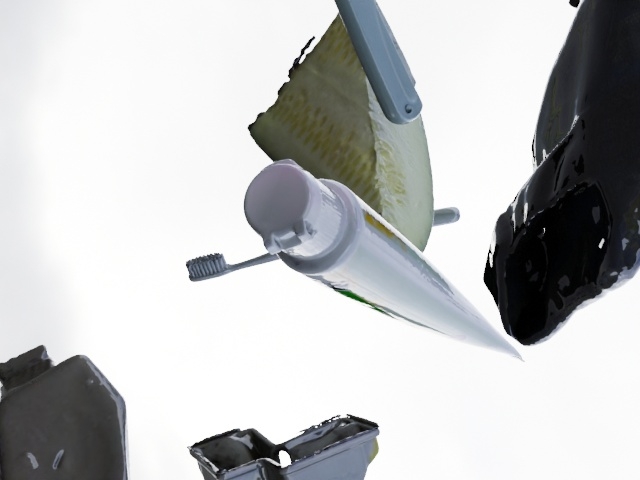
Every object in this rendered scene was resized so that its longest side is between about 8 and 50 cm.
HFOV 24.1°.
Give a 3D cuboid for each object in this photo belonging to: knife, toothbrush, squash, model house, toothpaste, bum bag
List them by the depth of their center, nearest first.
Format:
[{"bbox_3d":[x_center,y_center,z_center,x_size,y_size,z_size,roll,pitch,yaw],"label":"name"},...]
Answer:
[{"bbox_3d":[0.144,-0.099,0.645,0.137,0.074,0.310,-168,-84,-78],"label":"bum bag"},{"bbox_3d":[0.041,0.020,0.867,0.056,0.314,0.058,-22,-114,17],"label":"toothpaste"},{"bbox_3d":[0.045,-0.173,1.263,0.023,0.044,0.162,-3,-63,52],"label":"knife"},{"bbox_3d":[0.065,-0.089,1.314,0.169,0.093,0.252,-54,-137,8],"label":"squash"},{"bbox_3d":[-0.252,0.215,1.436,0.188,0.122,0.229,-173,-104,-71],"label":"model house"},{"bbox_3d":[0.000,0.000,1.456,0.019,0.275,0.025,-90,164,-54],"label":"toothbrush"}]

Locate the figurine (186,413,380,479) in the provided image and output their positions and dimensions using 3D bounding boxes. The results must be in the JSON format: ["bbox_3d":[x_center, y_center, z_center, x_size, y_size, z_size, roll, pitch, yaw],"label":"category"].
[{"bbox_3d":[-0.014,0.310,1.361,0.308,0.143,0.308,12,-70,36],"label":"figurine"}]
